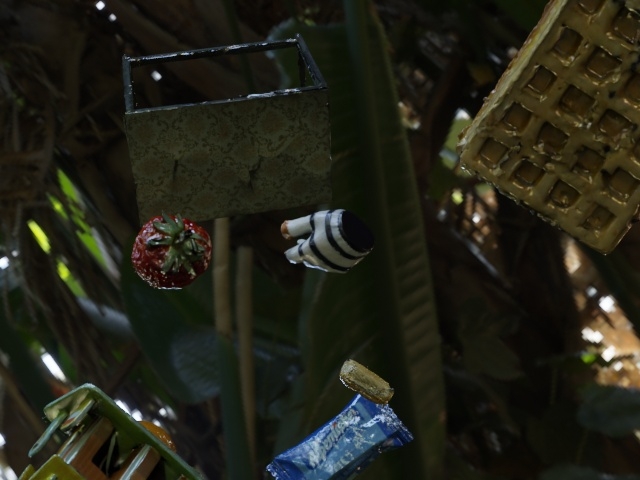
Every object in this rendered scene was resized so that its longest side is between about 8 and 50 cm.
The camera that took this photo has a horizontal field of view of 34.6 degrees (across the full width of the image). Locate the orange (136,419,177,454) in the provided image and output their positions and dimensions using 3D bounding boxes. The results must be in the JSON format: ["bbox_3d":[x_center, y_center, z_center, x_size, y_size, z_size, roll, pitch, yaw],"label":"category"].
[{"bbox_3d":[-0.406,0.457,2.074,0.240,0.171,0.240,-9,-6,-1],"label":"orange"}]

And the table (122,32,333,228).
[{"bbox_3d":[-0.169,-0.201,1.815,0.335,0.272,0.222,-8,-59,-8],"label":"table"}]

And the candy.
[{"bbox_3d":[0.048,0.514,2.490,0.331,0.187,0.077,-38,-25,-7],"label":"candy"}]

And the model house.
[{"bbox_3d":[-0.319,0.417,1.477,0.340,0.300,0.323,-29,21,51],"label":"model house"}]

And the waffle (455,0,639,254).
[{"bbox_3d":[0.369,-0.198,1.321,0.376,0.261,0.114,-60,-4,29],"label":"waffle"}]

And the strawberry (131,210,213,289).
[{"bbox_3d":[-0.242,0.020,1.664,0.131,0.131,0.148,-37,8,-13],"label":"strawberry"}]

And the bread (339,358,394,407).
[{"bbox_3d":[0.086,0.268,1.919,0.053,0.106,0.072,-54,11,3],"label":"bread"}]

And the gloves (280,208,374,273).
[{"bbox_3d":[0.004,0.014,2.175,0.140,0.131,0.218,18,-36,-38],"label":"gloves"}]
